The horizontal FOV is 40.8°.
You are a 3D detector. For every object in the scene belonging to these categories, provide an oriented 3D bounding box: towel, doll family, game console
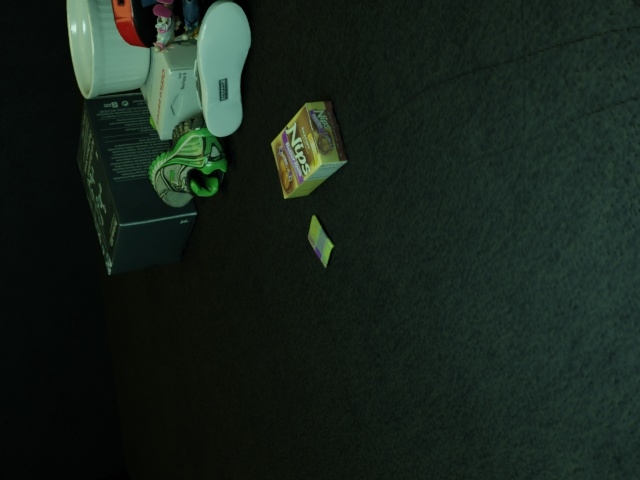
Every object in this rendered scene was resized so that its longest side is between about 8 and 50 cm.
[{"bbox_3d":[0.000,0.000,1.530,0.083,0.009,0.060,59,148,37],"label":"towel"},{"bbox_3d":[-0.248,-0.475,1.660,0.163,0.118,0.263,112,165,-73],"label":"doll family"},{"bbox_3d":[-0.328,-0.596,1.709,0.342,0.060,0.387,-50,-41,-61],"label":"game console"}]

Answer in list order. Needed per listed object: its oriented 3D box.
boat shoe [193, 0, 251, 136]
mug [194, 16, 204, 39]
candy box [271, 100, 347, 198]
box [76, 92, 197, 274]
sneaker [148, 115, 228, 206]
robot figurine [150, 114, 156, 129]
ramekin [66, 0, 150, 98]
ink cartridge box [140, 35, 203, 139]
[{"bbox_3d":[-0.207,-0.358,1.738,0.102,0.108,0.301,56,154,39],"label":"boat shoe"},{"bbox_3d":[-0.230,-0.443,1.790,0.078,0.064,0.062,-34,68,64],"label":"mug"},{"bbox_3d":[-0.023,-0.152,1.469,0.186,0.053,0.109,-35,67,62],"label":"candy box"},{"bbox_3d":[-0.508,-0.154,2.343,0.396,0.211,0.293,68,153,22],"label":"box"},{"bbox_3d":[-0.306,-0.151,1.994,0.343,0.134,0.146,-45,60,61],"label":"sneaker"},{"bbox_3d":[-0.400,-0.315,2.213,0.115,0.067,0.101,-2,109,66],"label":"robot figurine"},{"bbox_3d":[-0.480,-0.466,1.948,0.277,0.135,0.277,170,90,-66],"label":"ramekin"},{"bbox_3d":[-0.343,-0.405,1.984,0.289,0.121,0.211,64,151,33],"label":"ink cartridge box"}]
